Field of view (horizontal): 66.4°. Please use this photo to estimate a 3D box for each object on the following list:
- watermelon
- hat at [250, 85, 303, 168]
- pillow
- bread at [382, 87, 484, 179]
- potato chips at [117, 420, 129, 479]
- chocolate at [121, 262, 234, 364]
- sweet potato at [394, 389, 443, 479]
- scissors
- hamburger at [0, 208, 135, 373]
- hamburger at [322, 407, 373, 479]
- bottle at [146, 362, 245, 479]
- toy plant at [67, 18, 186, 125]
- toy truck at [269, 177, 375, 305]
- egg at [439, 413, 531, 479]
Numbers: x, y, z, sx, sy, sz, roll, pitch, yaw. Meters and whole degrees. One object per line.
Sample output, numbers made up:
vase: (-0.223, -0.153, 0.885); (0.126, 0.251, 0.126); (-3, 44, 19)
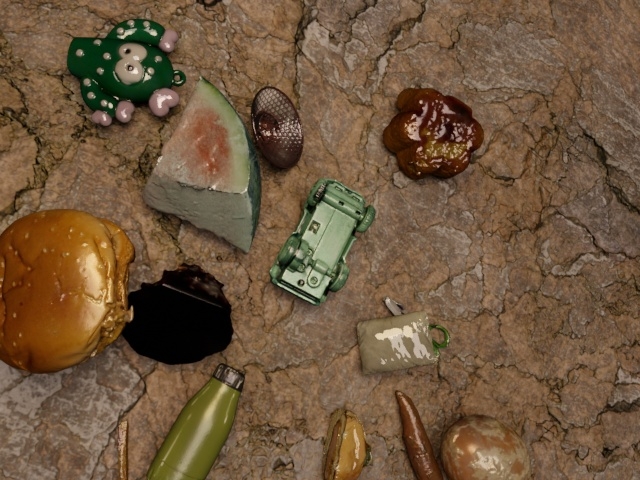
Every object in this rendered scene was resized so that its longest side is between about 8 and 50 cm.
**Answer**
watermelon: (-0.259, -0.146, 1.042); (0.258, 0.228, 0.387); (-20, 81, -9)
hat: (-0.126, -0.258, 1.159); (0.193, 0.082, 0.193); (19, 67, -54)
pillow: (0.175, 0.244, 1.153); (0.181, 0.078, 0.134); (-11, 82, 3)
bread: (0.291, -0.263, 1.250); (0.246, 0.135, 0.232); (24, 88, -14)
potato chips: (-0.390, 0.468, 0.985); (0.037, 0.026, 0.204); (-8, 82, -21)
chocolate: (-0.290, 0.129, 1.032); (0.224, 0.206, 0.177); (26, 30, -21)
sweet potato: (0.235, 0.499, 1.140); (0.066, 0.072, 0.314); (-18, 89, -4)
scissors: (0.229, 0.211, 1.208); (0.204, 0.027, 0.101); (42, 69, -8)
hamburger: (-0.469, 0.089, 0.881); (0.314, 0.170, 0.290); (-9, 78, 24)
hamburger: (0.061, 0.472, 1.092); (0.102, 0.087, 0.176); (22, 67, -25)
bottle: (-0.240, 0.381, 0.997); (0.112, 0.112, 0.260); (31, 74, -9)
toy plant: (-0.417, -0.371, 1.071); (0.243, 0.112, 0.233); (-15, 84, -12)
toy truck: (0.000, 0.000, 1.108); (0.155, 0.156, 0.279); (29, 74, -10)
egg: (0.373, 0.498, 1.121); (0.233, 0.195, 0.195); (24, 75, -24)
